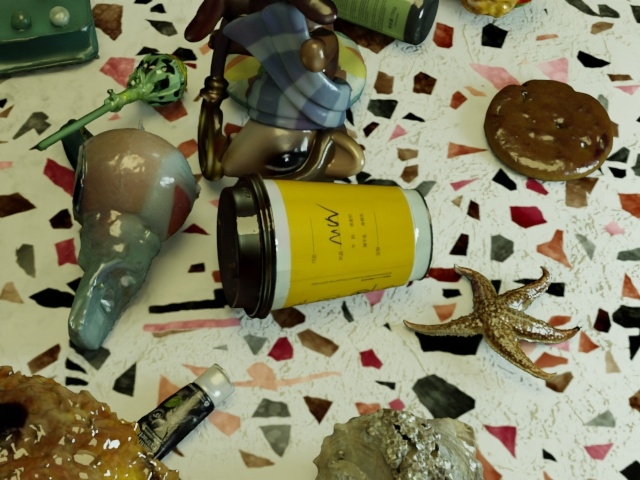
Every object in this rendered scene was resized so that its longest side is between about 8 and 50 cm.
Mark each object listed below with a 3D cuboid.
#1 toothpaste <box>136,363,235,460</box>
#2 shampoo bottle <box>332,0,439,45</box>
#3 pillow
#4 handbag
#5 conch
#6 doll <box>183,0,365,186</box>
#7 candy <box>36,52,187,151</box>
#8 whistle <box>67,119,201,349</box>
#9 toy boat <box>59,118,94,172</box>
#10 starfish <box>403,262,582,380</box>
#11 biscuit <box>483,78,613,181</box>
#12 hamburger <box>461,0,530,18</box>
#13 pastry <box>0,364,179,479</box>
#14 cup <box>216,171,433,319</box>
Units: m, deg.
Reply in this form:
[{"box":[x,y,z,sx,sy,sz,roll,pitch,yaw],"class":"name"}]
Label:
[{"box":[-0.190,0.233,1.416,0.193,0.045,0.071,-37,61,-22],"class":"toothpaste"},{"box":[0.056,-0.421,1.922,0.284,0.101,0.101,23,53,15],"class":"shampoo bottle"},{"box":[-0.042,-0.268,1.814,0.233,0.086,0.214,-6,41,-4],"class":"pillow"},{"box":[-0.515,-0.395,1.875,0.269,0.100,0.274,-9,52,-9],"class":"handbag"},{"box":[0.104,0.282,1.350,0.245,0.163,0.178,-14,84,-35],"class":"conch"},{"box":[-0.069,-0.218,1.587,0.209,0.339,0.318,-21,28,-26],"class":"doll"},{"box":[-0.316,-0.203,1.713,0.091,0.083,0.305,-11,21,47],"class":"candy"},{"box":[-0.262,-0.013,1.543,0.189,0.189,0.348,7,63,3],"class":"whistle"},{"box":[-0.353,-0.134,1.698,0.060,0.055,0.141,-6,45,-39],"class":"toy boat"},{"box":[0.234,0.107,1.529,0.238,0.057,0.213,-5,44,-8],"class":"starfish"},{"box":[0.357,-0.176,1.778,0.212,0.036,0.212,1,51,-1],"class":"biscuit"},{"box":[0.281,-0.484,1.919,0.237,0.237,0.149,38,61,25],"class":"hamburger"},{"box":[-0.368,0.303,1.187,0.405,0.292,0.337,-40,41,-17],"class":"pastry"},{"box":[0.000,0.000,1.530,0.280,0.196,0.196,-5,51,-16],"class":"cup"}]
